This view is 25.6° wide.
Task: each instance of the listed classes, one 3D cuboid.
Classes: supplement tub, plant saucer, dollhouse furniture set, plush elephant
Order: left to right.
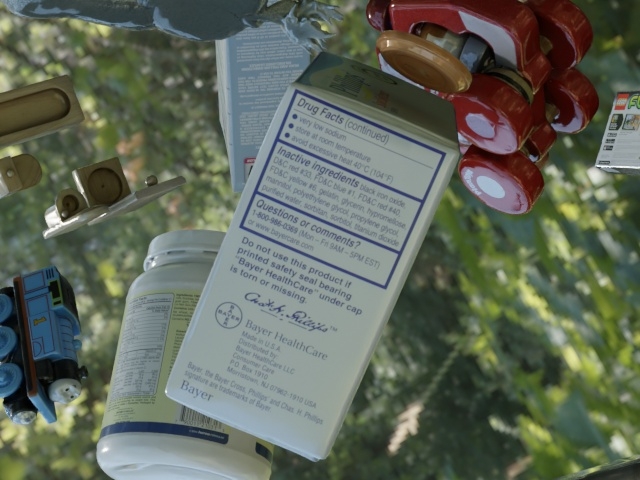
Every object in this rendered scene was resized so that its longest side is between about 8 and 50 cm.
[{"bbox_3d":[-0.242,-0.091,1.367,0.123,0.144,0.151,-20,92,57],"label":"dollhouse furniture set"},{"bbox_3d":[-0.124,-0.346,1.408,0.330,0.272,0.255,17,-128,-35],"label":"plush elephant"},{"bbox_3d":[-0.164,0.172,1.921,0.235,0.235,0.324,47,-134,-56],"label":"supplement tub"},{"bbox_3d":[0.082,-0.141,1.134,0.083,0.013,0.083,27,169,6],"label":"plant saucer"}]

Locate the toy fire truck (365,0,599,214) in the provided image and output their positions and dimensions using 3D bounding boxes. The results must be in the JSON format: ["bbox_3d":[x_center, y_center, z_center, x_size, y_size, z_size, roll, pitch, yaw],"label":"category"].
[{"bbox_3d":[0.167,-0.185,1.621,0.254,0.169,0.302,25,158,26],"label":"toy fire truck"}]

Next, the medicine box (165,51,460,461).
[{"bbox_3d":[0.000,0.000,1.237,0.149,0.289,0.263,23,-166,-1],"label":"medicine box"}]

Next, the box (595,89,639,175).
[{"bbox_3d":[0.453,-0.142,1.868,0.036,0.114,0.207,19,177,-25],"label":"box"}]

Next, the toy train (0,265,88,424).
[{"bbox_3d":[-0.317,0.118,1.569,0.080,0.105,0.184,68,-177,-51],"label":"toy train"}]

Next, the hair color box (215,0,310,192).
[{"bbox_3d":[-0.078,-0.269,1.842,0.185,0.114,0.374,-104,11,-52],"label":"hair color box"}]

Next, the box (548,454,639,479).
[{"bbox_3d":[0.188,0.343,1.236,0.076,0.307,0.242,137,119,-77],"label":"box"}]
